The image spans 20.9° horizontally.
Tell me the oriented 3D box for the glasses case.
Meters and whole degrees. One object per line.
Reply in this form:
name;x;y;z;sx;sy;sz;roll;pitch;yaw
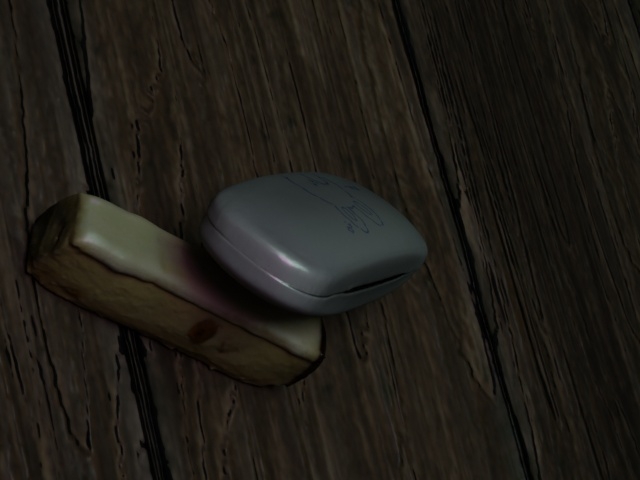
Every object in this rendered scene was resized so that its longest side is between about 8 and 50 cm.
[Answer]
glasses case;0.000;0.000;1.066;0.092;0.059;0.233;39;17;15

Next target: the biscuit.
biscuit;-0.081;0.031;1.031;0.188;0.056;0.052;27;52;-28
